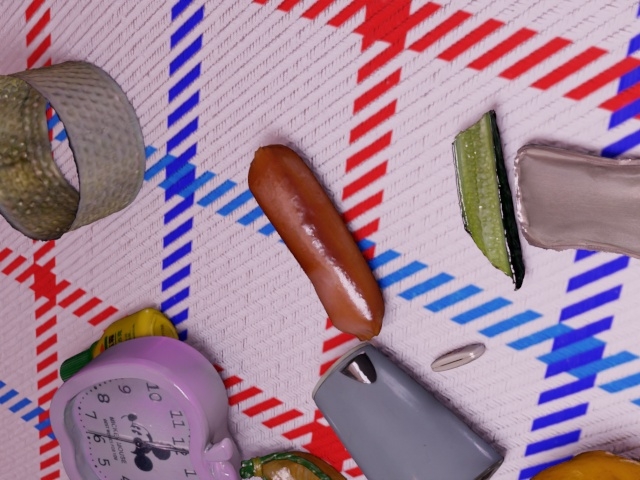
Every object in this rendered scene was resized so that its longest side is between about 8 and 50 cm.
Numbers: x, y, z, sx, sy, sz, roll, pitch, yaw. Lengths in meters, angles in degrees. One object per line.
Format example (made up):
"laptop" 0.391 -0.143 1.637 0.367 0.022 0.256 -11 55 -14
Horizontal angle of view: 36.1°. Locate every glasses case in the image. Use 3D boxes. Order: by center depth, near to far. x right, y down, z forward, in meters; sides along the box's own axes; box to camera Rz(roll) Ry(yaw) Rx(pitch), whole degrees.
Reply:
"glasses case" 0.179 0.154 1.285 0.083 0.032 0.021 -27 87 43

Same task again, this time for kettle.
"kettle" 0.105 0.272 1.342 0.243 0.160 0.211 46 160 23

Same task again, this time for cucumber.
"cucumber" 0.201 -0.048 1.177 0.070 0.046 0.220 0 107 41

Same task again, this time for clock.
"clock" -0.270 0.317 1.593 0.338 0.102 0.339 10 117 19

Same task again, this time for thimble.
"thimble" -0.417 -0.144 1.567 0.270 0.150 0.271 17 119 34

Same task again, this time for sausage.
"sausage" 0.000 0.000 1.335 0.089 0.083 0.300 -33 89 45

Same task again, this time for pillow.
"pillow" 0.320 -0.038 1.086 0.232 0.038 0.131 10 117 37

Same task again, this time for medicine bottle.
"medicine bottle" -0.357 0.201 1.714 0.309 0.076 0.111 -24 85 43

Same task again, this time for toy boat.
"toy boat" -0.020 0.384 1.507 0.229 0.088 0.089 22 120 31

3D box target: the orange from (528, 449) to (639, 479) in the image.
"orange" 0.307 0.351 1.143 0.183 0.249 0.249 41 131 40
